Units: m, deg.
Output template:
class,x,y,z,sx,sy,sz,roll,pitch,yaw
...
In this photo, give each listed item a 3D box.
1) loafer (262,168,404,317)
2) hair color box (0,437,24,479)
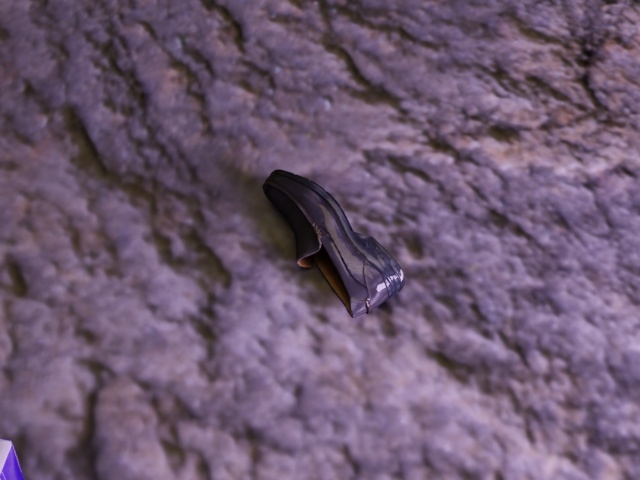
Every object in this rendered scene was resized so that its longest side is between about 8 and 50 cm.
class,x,y,z,sx,sy,sz,roll,pitch,yaw
loafer,0.000,0.000,0.994,0.061,0.062,0.170,-40,68,-20
hair color box,-0.360,0.289,0.749,0.185,0.110,0.338,15,56,2
